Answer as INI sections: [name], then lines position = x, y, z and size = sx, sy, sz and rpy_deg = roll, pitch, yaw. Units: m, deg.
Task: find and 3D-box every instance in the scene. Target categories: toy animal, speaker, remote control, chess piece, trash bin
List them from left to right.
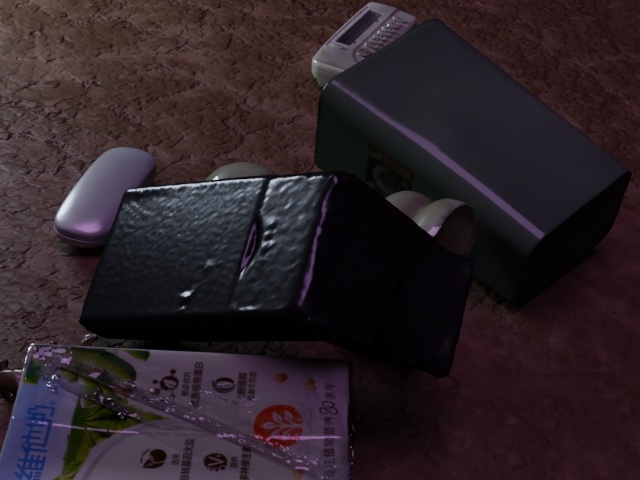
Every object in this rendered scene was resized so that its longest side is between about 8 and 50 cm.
[toy animal]
position = -0.283, 0.137, 1.376
size = 0.220, 0.086, 0.069
rpy_deg = 7, -2, 10
[speaker]
position = -0.054, 0.046, 1.392
size = 0.388, 0.184, 0.180
rpy_deg = -2, 62, 40
[chess piece]
position = 0.000, 0.000, 1.535
size = 0.330, 0.182, 0.182
rpy_deg = 17, 38, 23
[remote control]
position = 0.066, -0.296, 2.002
size = 0.090, 0.049, 0.230
rpy_deg = 20, 40, 19
[trash bin]
position = 0.188, -0.102, 1.642
size = 0.223, 0.158, 0.343
rpy_deg = -34, 59, -29

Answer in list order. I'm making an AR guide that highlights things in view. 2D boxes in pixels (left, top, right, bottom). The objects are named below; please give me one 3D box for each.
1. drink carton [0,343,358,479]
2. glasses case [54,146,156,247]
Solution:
[drink carton]
position = -0.131, 0.213, 1.252
size = 0.325, 0.132, 0.194
rpy_deg = 4, 38, -2
[glasses case]
position = -0.269, -0.057, 1.645
size = 0.076, 0.049, 0.197
rpy_deg = 14, 38, 9
